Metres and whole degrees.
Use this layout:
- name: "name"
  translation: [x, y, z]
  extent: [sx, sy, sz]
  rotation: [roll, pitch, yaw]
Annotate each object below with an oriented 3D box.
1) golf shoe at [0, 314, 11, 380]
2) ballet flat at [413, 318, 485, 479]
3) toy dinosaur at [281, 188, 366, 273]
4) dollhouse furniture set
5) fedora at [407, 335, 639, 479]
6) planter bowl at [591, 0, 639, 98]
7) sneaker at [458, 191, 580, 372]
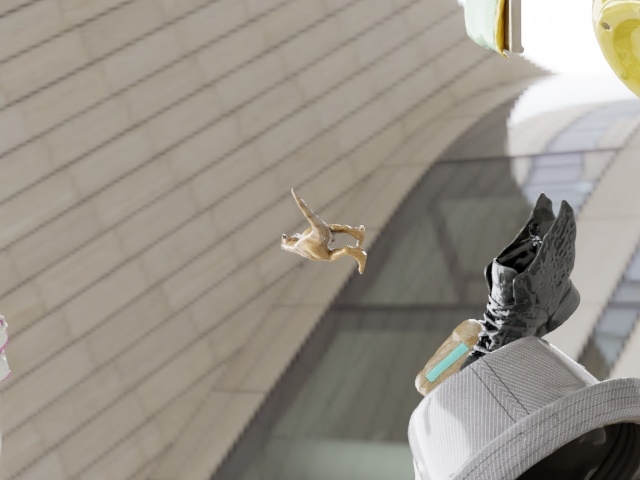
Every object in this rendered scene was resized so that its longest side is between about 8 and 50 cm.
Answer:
- name: "golf shoe"
  translation: [-0.345, 0.061, 1.452]
  extent: [0.140, 0.115, 0.306]
  rotation: [16, -100, -17]
- name: "ballet flat"
  translation: [0.151, 0.223, 1.517]
  extent: [0.124, 0.116, 0.342]
  rotation: [-31, -45, -16]
- name: "toy dinosaur"
  translation: [0.000, 0.000, 1.859]
  extent: [0.112, 0.211, 0.064]
  rotation: [7, -104, -10]
- name: "dollhouse furniture set"
  translation: [0.125, -0.223, 1.287]
  extent: [0.058, 0.076, 0.152]
  rotation: [-12, -68, -25]
- name: "fedora"
  translation: [0.157, 0.172, 1.239]
  extent: [0.244, 0.124, 0.275]
  rotation: [-35, -34, -1]
- name: "planter bowl"
  translation: [0.245, -0.144, 1.023]
  extent: [0.090, 0.217, 0.217]
  rotation: [-46, -56, -22]
- name: "sneaker"
  translation: [0.153, 0.049, 1.266]
  extent: [0.170, 0.051, 0.089]
  rotation: [-45, -54, -17]
